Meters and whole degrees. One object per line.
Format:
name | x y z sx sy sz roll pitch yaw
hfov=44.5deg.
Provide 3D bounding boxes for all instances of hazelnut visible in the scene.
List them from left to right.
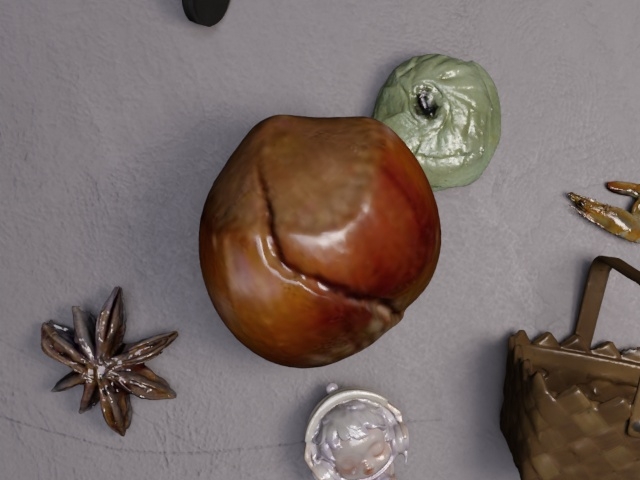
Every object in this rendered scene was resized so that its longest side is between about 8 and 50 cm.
hazelnut | 0.000 0.000 1.106 0.372 0.315 0.372 -7 115 -16

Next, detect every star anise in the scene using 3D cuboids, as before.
star anise | -0.329 0.182 1.206 0.236 0.093 0.229 15 95 4

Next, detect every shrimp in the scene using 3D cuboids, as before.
shrimp | 0.470 -0.057 1.232 0.162 0.045 0.095 26 89 2

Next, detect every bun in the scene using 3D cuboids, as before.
bun | 0.178 -0.178 1.198 0.221 0.108 0.221 0 90 -1

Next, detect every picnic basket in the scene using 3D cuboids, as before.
picnic basket | 0.417 0.197 1.121 0.291 0.254 0.321 8 101 0

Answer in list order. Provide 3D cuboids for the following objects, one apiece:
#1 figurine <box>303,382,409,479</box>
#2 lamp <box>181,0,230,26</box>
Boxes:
figurine | 0.061 0.329 1.176 0.162 0.141 0.237 -17 89 -5
lamp | -0.323 -0.428 1.198 0.371 0.108 0.130 20 86 0
